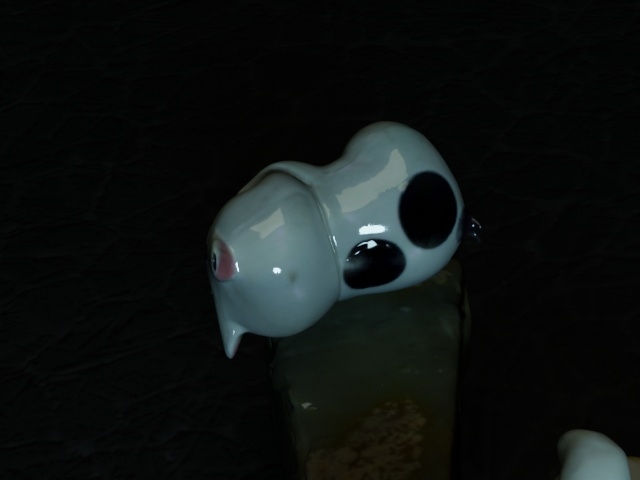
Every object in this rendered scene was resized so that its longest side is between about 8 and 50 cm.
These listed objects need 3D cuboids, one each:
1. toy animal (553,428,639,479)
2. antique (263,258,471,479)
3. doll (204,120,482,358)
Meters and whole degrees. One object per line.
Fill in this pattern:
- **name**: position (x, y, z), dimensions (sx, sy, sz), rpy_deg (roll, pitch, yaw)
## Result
- **toy animal**: position (0.159, 0.186, 0.712), dimensions (0.309, 0.183, 0.247), rpy_deg (-5, 37, -11)
- **antique**: position (0.037, 0.143, 1.025), dimensions (0.150, 0.125, 0.284), rpy_deg (-5, 36, 1)
- **doll**: position (0.005, -0.004, 1.031), dimensions (0.180, 0.110, 0.107), rpy_deg (-20, 40, -15)
